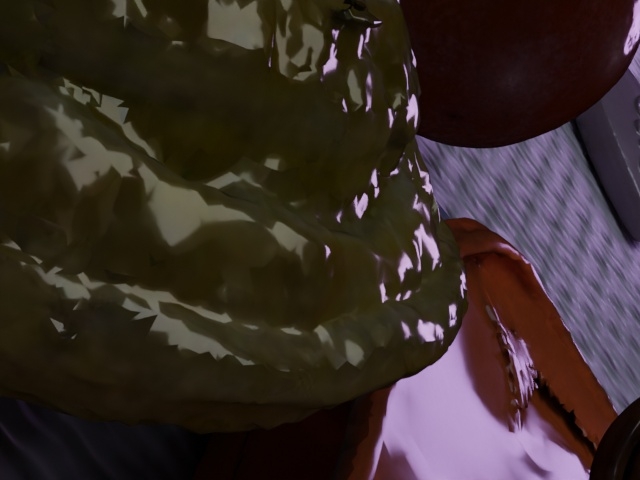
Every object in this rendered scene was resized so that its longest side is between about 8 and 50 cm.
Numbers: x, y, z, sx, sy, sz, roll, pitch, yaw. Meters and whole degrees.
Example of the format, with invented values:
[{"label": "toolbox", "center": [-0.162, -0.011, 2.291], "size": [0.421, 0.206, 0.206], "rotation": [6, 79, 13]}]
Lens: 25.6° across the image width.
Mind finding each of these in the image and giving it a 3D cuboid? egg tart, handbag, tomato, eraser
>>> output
[{"label": "egg tart", "center": [-0.071, -0.068, 0.412], "size": [0.290, 0.115, 0.290], "rotation": [28, 22, -12]}, {"label": "handbag", "center": [0.100, 0.214, 0.500], "size": [0.410, 0.116, 0.303], "rotation": [54, 25, -17]}, {"label": "tomato", "center": [0.096, -0.153, 0.842], "size": [0.184, 0.208, 0.208], "rotation": [66, 8, -55]}, {"label": "eraser", "center": [0.297, -0.110, 1.363], "size": [0.204, 0.059, 0.243], "rotation": [-3, 68, -64]}]

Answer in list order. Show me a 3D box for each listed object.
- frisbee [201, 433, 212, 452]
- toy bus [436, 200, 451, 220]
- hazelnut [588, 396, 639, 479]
[{"label": "frisbee", "center": [-0.027, 0.105, 0.528], "size": [0.211, 0.012, 0.187], "rotation": [32, 34, -46]}, {"label": "toy bus", "center": [0.000, 0.000, 0.619], "size": [0.190, 0.075, 0.064], "rotation": [19, 37, -54]}, {"label": "hazelnut", "center": [0.124, 0.088, 0.463], "size": [0.086, 0.086, 0.086], "rotation": [44, 27, -30]}]
